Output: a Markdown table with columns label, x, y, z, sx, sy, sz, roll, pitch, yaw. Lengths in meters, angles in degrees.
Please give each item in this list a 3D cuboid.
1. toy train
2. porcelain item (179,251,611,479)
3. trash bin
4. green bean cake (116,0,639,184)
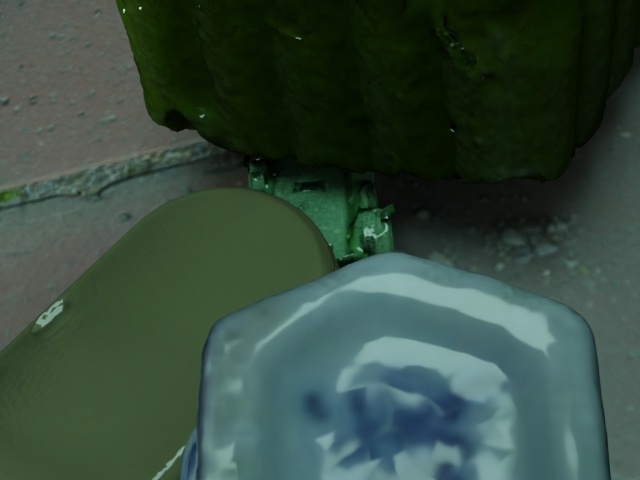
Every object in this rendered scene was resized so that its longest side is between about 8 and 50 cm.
| label | x | y | z | sx | sy | sz | roll | pitch | yaw |
| --- | --- | --- | --- | --- | --- | --- | --- | --- | --- |
| toy train | 0.000 | 0.000 | 0.968 | 0.099 | 0.081 | 0.149 | -6 | 38 | 1 |
| porcelain item | 0.033 | 0.181 | 0.626 | 0.178 | 0.405 | 0.242 | -3 | 58 | 3 |
| trash bin | -0.072 | 0.129 | 0.791 | 0.121 | 0.247 | 0.243 | 34 | 68 | 30 |
| green bean cake | 0.051 | -0.210 | 0.980 | 0.335 | 0.218 | 0.319 | 13 | 46 | 19 |
